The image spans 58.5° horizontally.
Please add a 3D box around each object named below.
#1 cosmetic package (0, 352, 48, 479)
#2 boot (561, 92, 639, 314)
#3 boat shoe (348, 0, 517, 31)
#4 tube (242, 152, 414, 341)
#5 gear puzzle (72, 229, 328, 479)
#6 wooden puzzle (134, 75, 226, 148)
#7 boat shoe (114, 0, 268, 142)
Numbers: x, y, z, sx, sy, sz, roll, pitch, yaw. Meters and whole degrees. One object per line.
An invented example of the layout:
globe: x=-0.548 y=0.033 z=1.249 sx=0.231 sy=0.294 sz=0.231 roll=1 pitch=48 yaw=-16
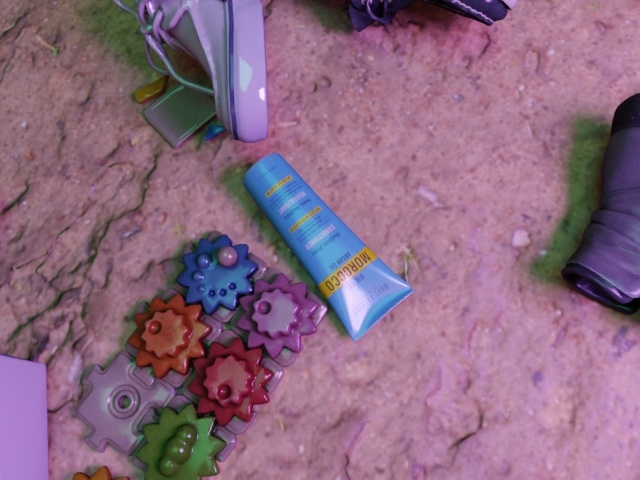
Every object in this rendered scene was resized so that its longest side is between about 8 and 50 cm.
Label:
cosmetic package: x=-0.494 y=0.252 z=0.501 sx=0.452 sy=0.161 sz=0.230 roll=-11 pitch=71 yaw=2
boot: x=0.417 y=0.005 z=0.528 sx=0.338 sy=0.118 sz=0.223 roll=15 pitch=76 yaw=22
boat shoe: x=0.051 y=-0.305 z=0.662 sx=0.340 sy=0.127 sz=0.113 roll=29 pitch=108 yaw=8
tube: x=0.000 y=0.000 z=0.599 sx=0.080 sy=0.052 sz=0.207 roll=-40 pitch=78 yaw=-3
gear puzzle: x=-0.152 y=0.151 z=0.561 sx=0.175 sy=0.044 sz=0.339 roll=32 pitch=78 yaw=15
wooden puzzle: x=-0.166 y=-0.154 z=0.682 sx=0.078 sy=0.014 sz=0.116 roll=-37 pitch=72 yaw=-2
boat shoe: x=-0.152 y=-0.262 z=0.639 sx=0.156 sy=0.136 sz=0.367 roll=-9 pitch=68 yaw=-10
